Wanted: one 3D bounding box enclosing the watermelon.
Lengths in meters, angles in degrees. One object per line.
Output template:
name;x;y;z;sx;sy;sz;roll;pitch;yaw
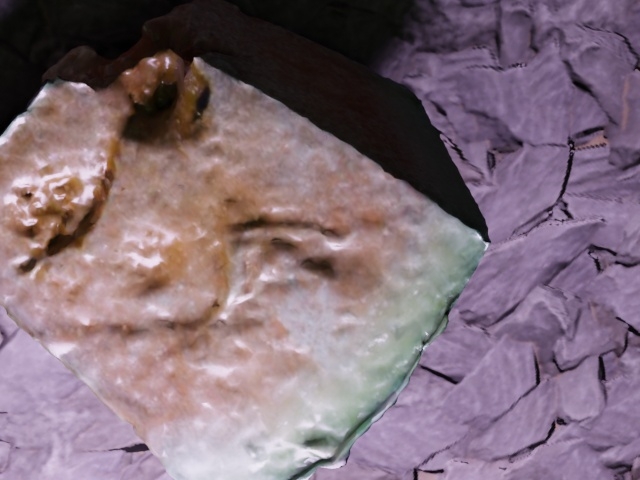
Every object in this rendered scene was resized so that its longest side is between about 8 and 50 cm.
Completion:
watermelon;-0.060;-0.012;1.105;0.302;0.151;0.264;41;102;-2
